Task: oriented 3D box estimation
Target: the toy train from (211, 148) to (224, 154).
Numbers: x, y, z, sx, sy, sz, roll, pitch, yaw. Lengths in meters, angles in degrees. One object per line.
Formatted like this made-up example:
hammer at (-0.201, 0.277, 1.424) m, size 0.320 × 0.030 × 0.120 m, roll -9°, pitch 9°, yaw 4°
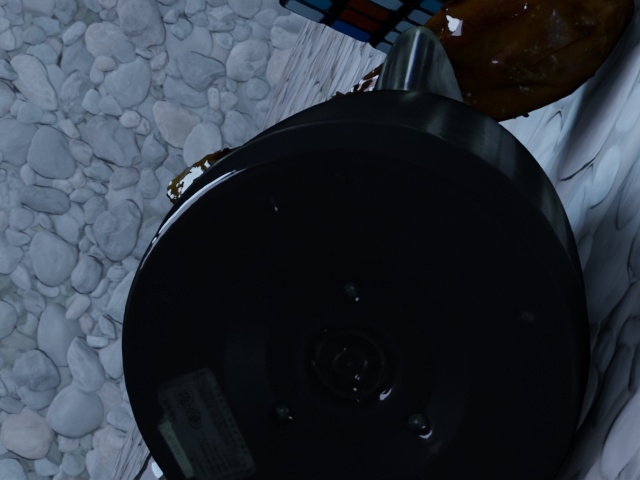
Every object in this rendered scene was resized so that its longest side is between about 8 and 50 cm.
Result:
toy train at (0.000, 0.000, 1.344) m, size 0.099 × 0.188 × 0.072 m, roll -35°, pitch -13°, yaw -34°

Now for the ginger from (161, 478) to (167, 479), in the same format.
ginger at (-0.074, 0.219, 1.117) m, size 0.321 × 0.172 × 0.165 m, roll 39°, pitch -126°, yaw -82°

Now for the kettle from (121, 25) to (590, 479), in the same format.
kettle at (0.046, 0.031, 0.976) m, size 0.207 × 0.251 × 0.271 m, roll -30°, pitch 12°, yaw 19°

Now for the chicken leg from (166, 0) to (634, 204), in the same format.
chicken leg at (0.048, -0.084, 1.152) m, size 0.304 × 0.093 × 0.113 m, roll -29°, pitch 21°, yaw 10°

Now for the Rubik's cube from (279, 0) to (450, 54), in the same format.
Rubik's cube at (0.097, -0.216, 1.292) m, size 0.184 × 0.187 × 0.182 m, roll 138°, pitch 155°, yaw -79°

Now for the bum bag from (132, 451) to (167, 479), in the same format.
bum bag at (-0.042, 0.107, 1.410) m, size 0.095 × 0.144 × 0.341 m, roll 91°, pitch -160°, yaw -74°
